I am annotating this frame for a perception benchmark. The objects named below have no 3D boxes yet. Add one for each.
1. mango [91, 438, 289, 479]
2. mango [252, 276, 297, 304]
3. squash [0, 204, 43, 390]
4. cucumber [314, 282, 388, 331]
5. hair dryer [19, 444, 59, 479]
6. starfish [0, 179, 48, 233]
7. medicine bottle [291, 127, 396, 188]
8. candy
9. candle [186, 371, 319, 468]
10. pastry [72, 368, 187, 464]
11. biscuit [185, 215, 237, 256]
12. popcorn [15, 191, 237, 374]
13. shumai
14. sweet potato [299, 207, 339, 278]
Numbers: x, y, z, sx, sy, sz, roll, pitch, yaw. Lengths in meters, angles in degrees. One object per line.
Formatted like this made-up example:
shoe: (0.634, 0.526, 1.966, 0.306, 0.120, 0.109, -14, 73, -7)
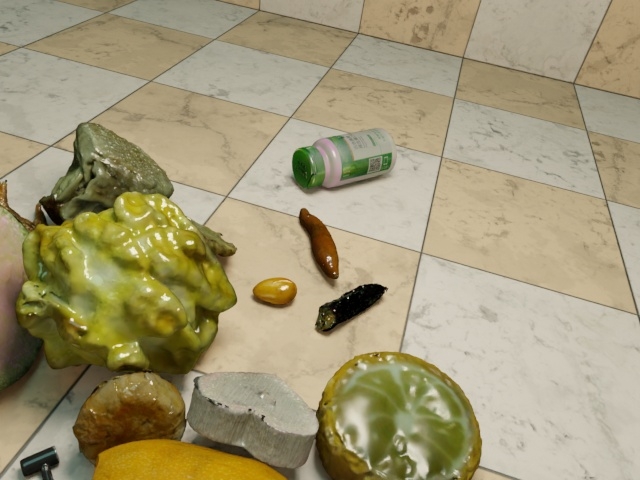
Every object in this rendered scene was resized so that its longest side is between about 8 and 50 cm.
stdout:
mango: (-0.126, 0.352, 0.640, 0.359, 0.144, 0.187, 26, 35, 14)
mango: (-0.091, 0.100, 1.039, 0.089, 0.046, 0.060, 0, 40, -6)
squash: (-0.643, 0.102, 0.785, 0.308, 0.310, 0.310, -11, 39, 8)
cucumber: (0.064, 0.127, 1.037, 0.181, 0.053, 0.053, -21, 48, -37)
hair dryer: (-0.379, 0.330, 0.716, 0.047, 0.026, 0.083, -19, 55, -28)
starfish: (-0.585, -0.023, 1.025, 0.050, 0.138, 0.247, -35, 48, -6)
medicine bottle: (0.063, -0.217, 1.394, 0.274, 0.133, 0.133, -19, 47, -30)
candy: (0.119, 0.292, 0.803, 0.259, 0.118, 0.260, 10, 41, -8)
candle: (-0.094, 0.252, 0.775, 0.192, 0.068, 0.168, 22, 8, 7)
pastry: (-0.266, 0.259, 0.735, 0.153, 0.153, 0.081, -4, 21, -16)
biscuit: (-0.255, -0.016, 1.051, 0.187, 0.036, 0.273, 28, -1, -1)
popcorn: (-0.297, 0.087, 0.837, 0.312, 0.312, 0.312, 6, 39, -5)
shumai: (-0.479, -0.118, 1.158, 0.225, 0.222, 0.260, 47, 14, 23)
sweet potato: (0.001, 0.001, 1.177, 0.057, 0.057, 0.265, -2, 36, -15)
